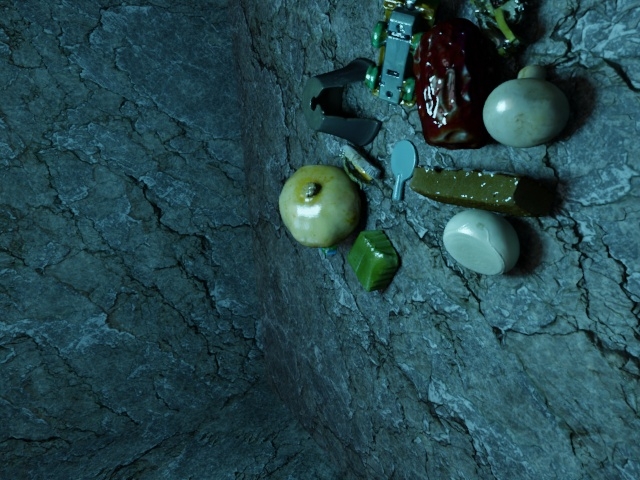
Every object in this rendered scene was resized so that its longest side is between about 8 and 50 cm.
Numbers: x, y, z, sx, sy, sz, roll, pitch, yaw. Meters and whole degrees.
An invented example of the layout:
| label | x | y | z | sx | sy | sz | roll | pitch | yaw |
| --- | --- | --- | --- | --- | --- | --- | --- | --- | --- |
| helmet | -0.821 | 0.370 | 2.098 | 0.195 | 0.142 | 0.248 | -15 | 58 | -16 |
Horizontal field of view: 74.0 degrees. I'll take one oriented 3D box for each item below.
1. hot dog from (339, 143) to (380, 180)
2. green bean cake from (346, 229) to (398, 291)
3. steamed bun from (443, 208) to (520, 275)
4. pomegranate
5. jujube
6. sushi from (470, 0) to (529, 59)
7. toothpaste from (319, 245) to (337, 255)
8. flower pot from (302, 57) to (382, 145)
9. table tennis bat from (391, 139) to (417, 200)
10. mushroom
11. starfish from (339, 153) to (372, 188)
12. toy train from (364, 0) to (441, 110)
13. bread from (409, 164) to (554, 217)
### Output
| label | x | y | z | sx | sy | sz | roll | pitch | yaw |
| --- | --- | --- | --- | --- | --- | --- | --- | --- | --- |
| hot dog | 0.175 | -0.345 | 1.871 | 0.069 | 0.131 | 0.252 | -52 | 50 | 19 |
| green bean cake | 0.236 | 0.085 | 1.908 | 0.222 | 0.125 | 0.248 | 61 | 150 | 30 |
| steamed bun | 0.503 | -0.007 | 1.306 | 0.232 | 0.145 | 0.231 | 36 | 161 | 14 |
| pomegranate | -0.003 | -0.174 | 2.000 | 0.412 | 0.412 | 0.410 | 30 | 125 | 57 |
| jujube | 0.393 | -0.445 | 1.262 | 0.258 | 0.259 | 0.375 | -2 | 106 | 63 |
| sushi | 0.499 | -0.647 | 1.177 | 0.131 | 0.139 | 0.290 | -29 | 73 | 41 |
| toothpaste | 0.000 | 0.000 | 2.397 | 0.267 | 0.065 | 0.050 | 43 | 132 | 51 |
| flower pot | 0.071 | -0.598 | 1.865 | 0.379 | 0.252 | 0.378 | 36 | 131 | 55 |
| table tennis bat | 0.325 | -0.280 | 1.706 | 0.153 | 0.040 | 0.243 | 37 | 127 | 55 |
| mushroom | 0.533 | -0.350 | 1.129 | 0.206 | 0.207 | 0.209 | 114 | 156 | -48 |
| starfish | 0.153 | -0.314 | 1.929 | 0.053 | 0.176 | 0.208 | -37 | 88 | 25 |
| toy train | 0.287 | -0.649 | 1.448 | 0.178 | 0.249 | 0.429 | 23 | 146 | 16 |
| bread | 0.473 | -0.159 | 1.302 | 0.417 | 0.165 | 0.113 | 23 | 98 | 57 |
